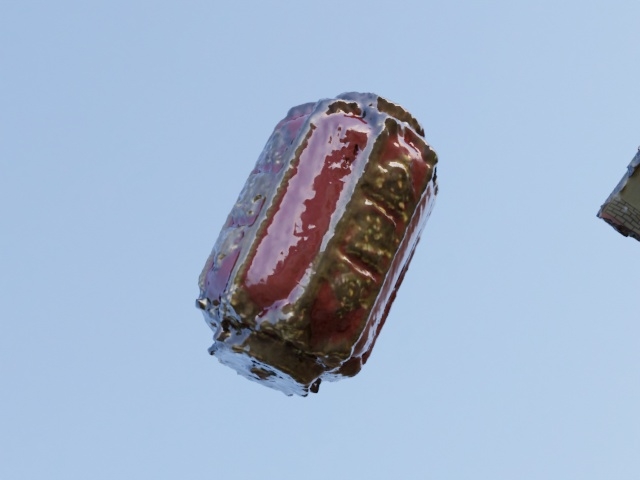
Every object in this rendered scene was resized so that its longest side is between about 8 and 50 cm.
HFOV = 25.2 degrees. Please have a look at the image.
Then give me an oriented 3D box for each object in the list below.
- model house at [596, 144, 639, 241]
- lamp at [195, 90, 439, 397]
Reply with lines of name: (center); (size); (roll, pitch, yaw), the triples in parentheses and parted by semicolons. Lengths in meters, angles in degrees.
model house: (0.189, -0.013, 0.721); (0.058, 0.083, 0.057); (-57, -13, 7)
lamp: (0.000, 0.000, 1.279); (0.177, 0.177, 0.274); (48, -117, -49)
